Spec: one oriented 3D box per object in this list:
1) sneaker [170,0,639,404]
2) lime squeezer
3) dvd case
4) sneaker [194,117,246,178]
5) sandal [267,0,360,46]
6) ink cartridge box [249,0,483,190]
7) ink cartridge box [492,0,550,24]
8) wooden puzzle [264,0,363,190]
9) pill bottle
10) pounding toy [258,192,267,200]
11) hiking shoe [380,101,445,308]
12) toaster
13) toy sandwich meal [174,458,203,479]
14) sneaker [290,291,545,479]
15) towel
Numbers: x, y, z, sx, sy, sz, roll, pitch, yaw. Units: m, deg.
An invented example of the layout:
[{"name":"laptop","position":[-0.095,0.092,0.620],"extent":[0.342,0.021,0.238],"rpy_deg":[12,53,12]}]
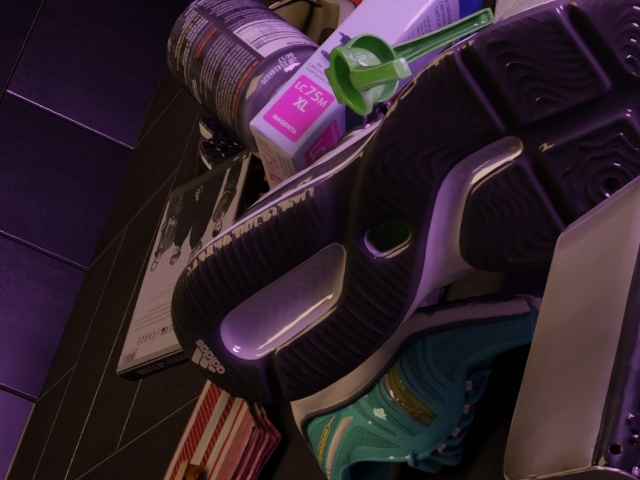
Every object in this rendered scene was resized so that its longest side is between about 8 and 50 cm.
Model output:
[{"name":"sneaker","position":[0.107,-0.072,1.040],"extent":[0.447,0.169,0.257],"rpy_deg":[-29,14,21]},{"name":"lime squeezer","position":[0.055,-0.131,1.153],"extent":[0.310,0.110,0.058],"rpy_deg":[-40,-55,-68]},{"name":"dvd case","position":[-0.139,0.027,1.627],"extent":[0.179,0.030,0.238],"rpy_deg":[-23,46,51]},{"name":"sneaker","position":[-0.136,-0.089,2.189],"extent":[0.283,0.107,0.124],"rpy_deg":[-106,28,-73]},{"name":"sandal","position":[-0.033,-0.233,1.701],"extent":[0.303,0.086,0.120],"rpy_deg":[-171,88,-71]},{"name":"ink cartridge box","position":[0.065,-0.162,1.382],"extent":[0.311,0.065,0.186],"rpy_deg":[-51,-18,-14]},{"name":"ink cartridge box","position":[0.237,-0.240,1.167],"extent":[0.324,0.071,0.330],"rpy_deg":[-52,19,48]},{"name":"wooden puzzle","position":[-0.004,-0.192,1.886],"extent":[0.322,0.080,0.348],"rpy_deg":[-61,16,14]},{"name":"pill bottle","position":[-0.053,-0.160,1.549],"extent":[0.246,0.130,0.130],"rpy_deg":[44,111,47]},{"name":"pounding toy","position":[-0.117,0.018,1.727],"extent":[0.269,0.155,0.154],"rpy_deg":[175,94,-73]},{"name":"hiking shoe","position":[0.057,-0.005,1.322],"extent":[0.086,0.114,0.227],"rpy_deg":[-28,40,65]},{"name":"toaster","position":[0.188,0.060,0.680],"extent":[0.110,0.168,0.185],"rpy_deg":[-38,32,62]},{"name":"toy sandwich meal","position":[-0.149,0.277,1.618],"extent":[0.085,0.029,0.085],"rpy_deg":[-161,90,-88]},{"name":"sneaker","position":[0.087,0.116,1.122],"extent":[0.275,0.107,0.110],"rpy_deg":[-41,62,45]},{"name":"towel","position":[-0.124,0.261,1.681],"extent":[0.237,0.037,0.329],"rpy_deg":[-65,13,8]}]
